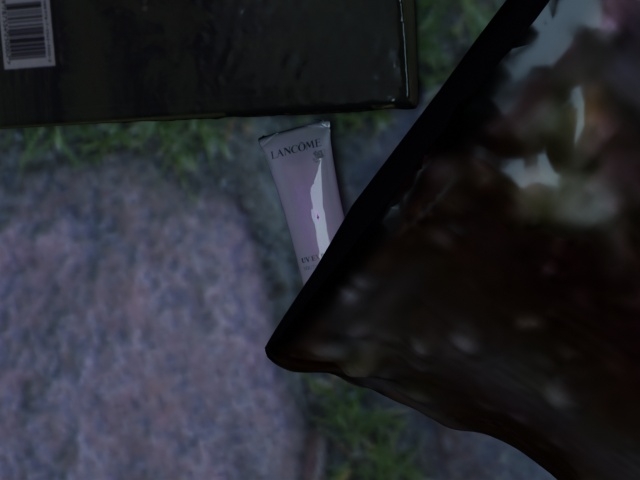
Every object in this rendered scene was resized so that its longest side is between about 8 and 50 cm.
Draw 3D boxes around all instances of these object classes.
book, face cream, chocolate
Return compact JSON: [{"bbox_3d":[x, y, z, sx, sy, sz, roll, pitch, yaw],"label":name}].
[{"bbox_3d":[-0.067,-0.138,0.872,0.228,0.024,0.160,-2,96,20],"label":"book"},{"bbox_3d":[0.000,0.000,0.865,0.038,0.020,0.115,-14,88,21],"label":"face cream"},{"bbox_3d":[0.158,-0.032,0.706,0.210,0.225,0.340,37,107,-1],"label":"chocolate"}]
